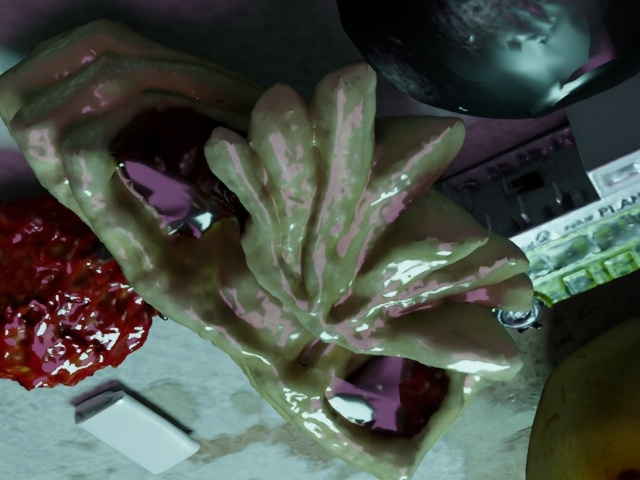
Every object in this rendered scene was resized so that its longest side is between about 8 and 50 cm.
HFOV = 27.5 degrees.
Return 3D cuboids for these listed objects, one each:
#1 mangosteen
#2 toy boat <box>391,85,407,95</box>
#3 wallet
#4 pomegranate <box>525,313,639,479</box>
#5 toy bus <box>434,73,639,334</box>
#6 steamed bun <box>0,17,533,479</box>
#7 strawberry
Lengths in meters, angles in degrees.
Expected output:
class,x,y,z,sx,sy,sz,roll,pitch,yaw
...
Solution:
class,x,y,z,sx,sy,sz,roll,pitch,yaw
mangosteen,0.102,-0.212,0.697,0.233,0.288,0.288,-22,140,-8
toy boat,0.105,-0.152,0.916,0.096,0.034,0.122,0,137,-20
wallet,-0.174,0.181,1.243,0.061,0.025,0.122,-26,137,20
pomegranate,0.326,0.206,1.192,0.319,0.319,0.319,-6,139,-5
toy bus,0.184,-0.023,1.026,0.301,0.113,0.139,-25,134,17
steamed bun,0.000,0.000,0.880,0.247,0.189,0.428,-41,113,8
strawberry,-0.240,0.068,1.027,0.236,0.111,0.190,-18,142,17
